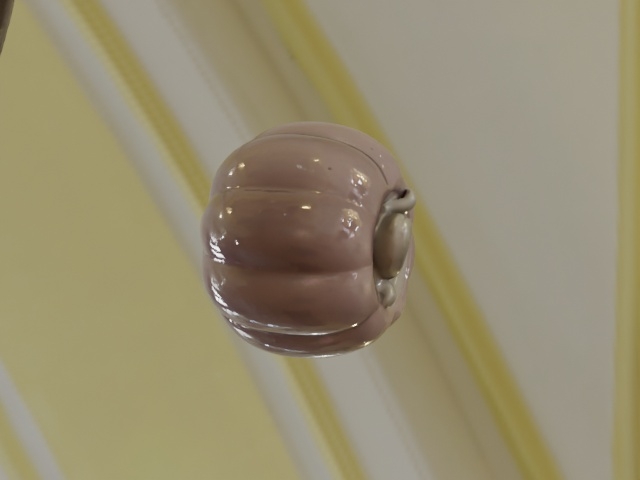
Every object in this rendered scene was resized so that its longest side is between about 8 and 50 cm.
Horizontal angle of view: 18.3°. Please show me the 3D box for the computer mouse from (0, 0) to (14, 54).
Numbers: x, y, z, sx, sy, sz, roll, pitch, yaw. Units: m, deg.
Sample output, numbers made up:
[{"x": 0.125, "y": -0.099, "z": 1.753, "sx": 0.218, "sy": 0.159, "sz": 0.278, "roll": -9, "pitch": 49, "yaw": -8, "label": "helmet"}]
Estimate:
[{"x": -0.205, "y": -0.110, "z": 0.833, "sx": 0.199, "sy": 0.115, "sz": 0.389, "roll": 51, "pitch": -55, "yaw": 16, "label": "computer mouse"}]

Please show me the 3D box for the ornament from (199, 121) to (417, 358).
[{"x": 0.000, "y": 0.001, "z": 1.477, "sx": 0.178, "sy": 0.177, "sz": 0.177, "roll": 2, "pitch": -50, "yaw": 3, "label": "ornament"}]
